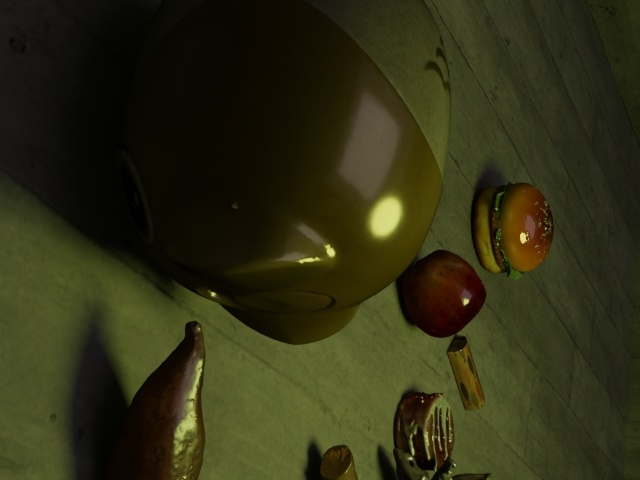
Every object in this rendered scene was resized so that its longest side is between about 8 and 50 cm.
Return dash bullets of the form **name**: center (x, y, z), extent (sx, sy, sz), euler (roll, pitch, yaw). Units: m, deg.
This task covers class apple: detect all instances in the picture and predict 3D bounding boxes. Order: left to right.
- **apple**: center (0.242, 0.106, 1.709), extent (0.158, 0.156, 0.147), euler (44, 43, -8)

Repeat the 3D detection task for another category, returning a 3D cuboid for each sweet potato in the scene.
- **sweet potato**: center (-0.200, 0.268, 1.018), extent (0.112, 0.112, 0.359), euler (10, 96, -57)
- **sweet potato**: center (0.040, 0.452, 1.420), extent (0.077, 0.077, 0.244), euler (-41, 126, -52)

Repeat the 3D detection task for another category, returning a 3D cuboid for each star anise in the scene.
- **star anise**: center (0.203, 0.502, 1.601), extent (0.257, 0.110, 0.199), euler (26, 88, -31)

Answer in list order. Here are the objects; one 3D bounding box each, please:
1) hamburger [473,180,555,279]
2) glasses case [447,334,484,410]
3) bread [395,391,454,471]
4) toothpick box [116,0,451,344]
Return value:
- **hamburger**: center (0.490, -0.029, 2.100), extent (0.246, 0.169, 0.246), euler (14, 73, -55)
- **glasses case**: center (0.338, 0.304, 1.938), extent (0.065, 0.041, 0.170), euler (-50, 127, -49)
- **bread**: center (0.212, 0.382, 1.696), extent (0.160, 0.073, 0.161), euler (10, 78, -56)
- **toothpick box**: center (-0.048, -0.115, 1.042), extent (0.409, 0.408, 0.426), euler (33, 58, -52)
